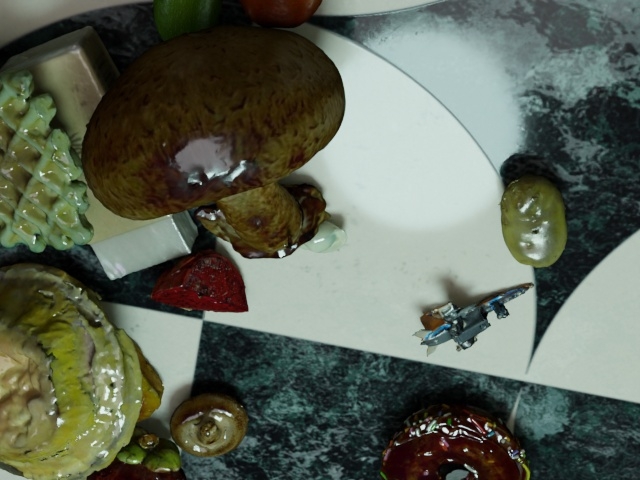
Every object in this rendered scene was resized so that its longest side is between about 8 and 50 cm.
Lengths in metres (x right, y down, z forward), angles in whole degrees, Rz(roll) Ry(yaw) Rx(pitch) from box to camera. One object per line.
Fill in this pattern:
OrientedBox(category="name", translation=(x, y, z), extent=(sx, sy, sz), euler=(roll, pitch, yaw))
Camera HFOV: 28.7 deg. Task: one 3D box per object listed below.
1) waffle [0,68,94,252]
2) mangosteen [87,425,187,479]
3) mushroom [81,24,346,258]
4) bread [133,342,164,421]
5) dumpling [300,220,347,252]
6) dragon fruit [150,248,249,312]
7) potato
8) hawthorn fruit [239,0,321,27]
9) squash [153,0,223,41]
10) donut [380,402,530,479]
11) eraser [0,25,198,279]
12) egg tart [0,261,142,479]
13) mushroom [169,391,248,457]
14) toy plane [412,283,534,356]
OrientedBox(category="waffle", translation=(-0.440, -0.119, 1.700), extent=(0.292, 0.056, 0.309), euler=(7, 129, 34))
OrientedBox(category="mangosteen", translation=(-0.283, 0.375, 1.962), extent=(0.166, 0.166, 0.180), euler=(19, 108, -6))
OrientedBox(category="mushroom", translation=(-0.134, -0.098, 1.590), extent=(0.331, 0.334, 0.356), euler=(-3, 112, -6))
OrientedBox(category="bread", translation=(-0.380, 0.253, 1.947), extent=(0.271, 0.077, 0.139), euler=(-24, 111, 19))
OrientedBox(category="dumpling", translation=(-0.001, -0.001, 1.802), extent=(0.077, 0.043, 0.059), euler=(-22, 134, 0))
OrientedBox(category="dragon fruit", translation=(-0.187, 0.057, 1.818), extent=(0.106, 0.083, 0.162), euler=(-9, 164, 34))
OrientedBox(category="potato", translation=(0.296, -0.030, 1.746), extent=(0.092, 0.070, 0.138), euler=(-8, 119, 6))
OrientedBox(category="hawthorn fruit", translation=(-0.047, -0.332, 1.574), extent=(0.133, 0.133, 0.138), euler=(6, 129, 1))
OrientedBox(category="squash", translation=(-0.147, -0.409, 1.558), extent=(0.101, 0.101, 0.378), euler=(14, 123, -3))
OrientedBox(category="donut", translation=(0.208, 0.347, 1.947), extent=(0.235, 0.089, 0.235), euler=(2, 119, 4))
OrientedBox(category="eraser", translation=(-0.306, -0.115, 1.740), extent=(0.144, 0.078, 0.343), euler=(-19, 115, 16))
OrientedBox(category="egg tart", translation=(-0.434, 0.207, 1.836), extent=(0.352, 0.150, 0.352), euler=(3, 98, 19))
OrientedBox(category="mushroom", translation=(-0.173, 0.285, 1.946), extent=(0.126, 0.085, 0.109), euler=(-9, 152, 7))
OrientedBox(category="toy plane", translation=(0.229, 0.115, 1.835), extent=(0.188, 0.062, 0.135), euler=(-19, 144, 10))
